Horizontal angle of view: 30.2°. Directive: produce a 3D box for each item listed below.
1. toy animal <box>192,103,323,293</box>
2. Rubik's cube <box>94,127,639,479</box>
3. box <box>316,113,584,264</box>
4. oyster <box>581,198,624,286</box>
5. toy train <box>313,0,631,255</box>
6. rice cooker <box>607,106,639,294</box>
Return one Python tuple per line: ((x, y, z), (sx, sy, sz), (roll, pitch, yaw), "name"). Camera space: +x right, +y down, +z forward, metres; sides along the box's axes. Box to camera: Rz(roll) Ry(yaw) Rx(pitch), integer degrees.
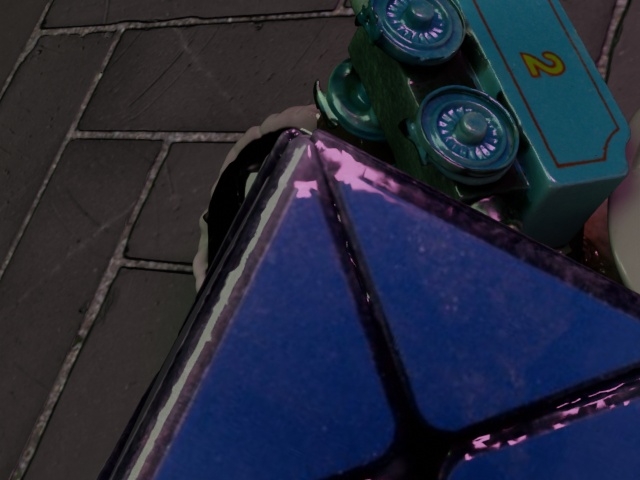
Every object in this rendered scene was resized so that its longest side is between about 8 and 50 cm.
((0.000, 0.000, 1.042), (0.156, 0.204, 0.208), (-8, 67, 61), "toy animal")
((0.023, 0.118, 0.669), (0.259, 0.260, 0.255), (-61, 5, -14), "Rubik's cube")
((0.093, 0.018, 0.904), (0.143, 0.184, 0.273), (149, 126, -73), "box")
((0.230, -0.019, 0.987), (0.191, 0.081, 0.163), (-18, 47, 17), "oyster")
((0.100, -0.084, 0.767), (0.163, 0.112, 0.203), (-10, 65, -24), "toy train")
((0.342, 0.013, 0.755), (0.288, 0.277, 0.288), (-16, 54, 23), "rice cooker")
